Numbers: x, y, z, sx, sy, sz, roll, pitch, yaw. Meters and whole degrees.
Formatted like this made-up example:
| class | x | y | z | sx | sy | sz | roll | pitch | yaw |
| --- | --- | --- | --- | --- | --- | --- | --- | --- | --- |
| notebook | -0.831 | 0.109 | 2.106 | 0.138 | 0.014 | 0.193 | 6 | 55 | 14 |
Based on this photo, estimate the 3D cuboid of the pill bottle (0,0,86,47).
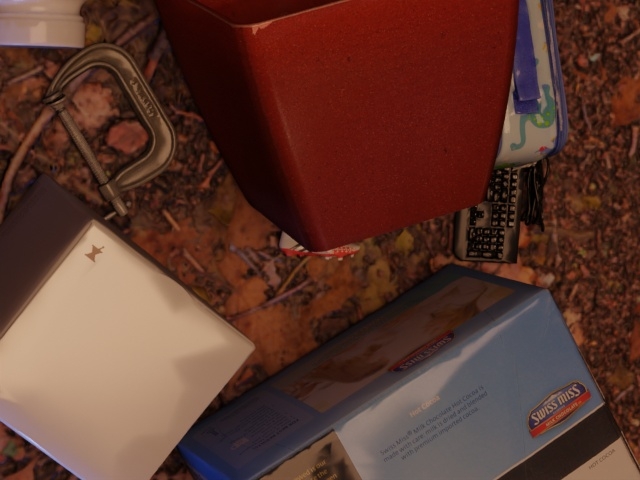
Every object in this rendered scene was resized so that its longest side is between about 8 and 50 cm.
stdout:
| class | x | y | z | sx | sy | sz | roll | pitch | yaw |
| --- | --- | --- | --- | --- | --- | --- | --- | --- | --- |
| pill bottle | -0.251 | -0.303 | 1.576 | 0.146 | 0.146 | 0.264 | 0 | 96 | -20 |

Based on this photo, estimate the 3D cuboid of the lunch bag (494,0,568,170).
| class | x | y | z | sx | sy | sz | roll | pitch | yaw |
| --- | --- | --- | --- | --- | --- | --- | --- | --- | --- |
| lunch bag | 0.166 | -0.176 | 1.710 | 0.090 | 0.176 | 0.219 | -7 | 87 | -16 |

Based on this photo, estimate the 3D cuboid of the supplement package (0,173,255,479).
| class | x | y | z | sx | sy | sz | roll | pitch | yaw |
| --- | --- | --- | --- | --- | --- | --- | --- | --- | --- |
| supplement package | -0.207 | 0.077 | 1.542 | 0.177 | 0.293 | 0.175 | 40 | 86 | -18 |

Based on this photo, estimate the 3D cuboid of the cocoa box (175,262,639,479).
| class | x | y | z | sx | sy | sz | roll | pitch | yaw |
| --- | --- | --- | --- | --- | --- | --- | --- | --- | --- |
| cocoa box | 0.079 | 0.209 | 1.695 | 0.347 | 0.231 | 0.228 | -32 | 104 | -14 |

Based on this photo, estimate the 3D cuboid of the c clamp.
| class | x | y | z | sx | sy | sz | roll | pitch | yaw |
| --- | --- | --- | --- | --- | --- | --- | --- | --- | --- |
| c clamp | -0.206 | -0.098 | 1.676 | 0.137 | 0.022 | 0.161 | -28 | 104 | -15 |

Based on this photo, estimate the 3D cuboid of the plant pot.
| class | x | y | z | sx | sy | sz | roll | pitch | yaw |
| --- | --- | --- | --- | --- | --- | --- | --- | --- | --- |
| plant pot | 0.022 | -0.141 | 1.644 | 0.267 | 0.267 | 0.236 | -17 | 113 | -18 |

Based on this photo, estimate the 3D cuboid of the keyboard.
| class | x | y | z | sx | sy | sz | roll | pitch | yaw |
| --- | --- | --- | --- | --- | --- | --- | --- | --- | --- |
| keyboard | 0.191 | -0.072 | 1.814 | 0.100 | 0.038 | 0.192 | 2 | 95 | -20 |

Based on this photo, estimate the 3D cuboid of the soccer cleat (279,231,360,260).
| class | x | y | z | sx | sy | sz | roll | pitch | yaw |
| --- | --- | --- | --- | --- | --- | --- | --- | --- | --- |
| soccer cleat | 0.000 | 0.000 | 1.756 | 0.083 | 0.029 | 0.036 | 1 | 99 | -15 |
